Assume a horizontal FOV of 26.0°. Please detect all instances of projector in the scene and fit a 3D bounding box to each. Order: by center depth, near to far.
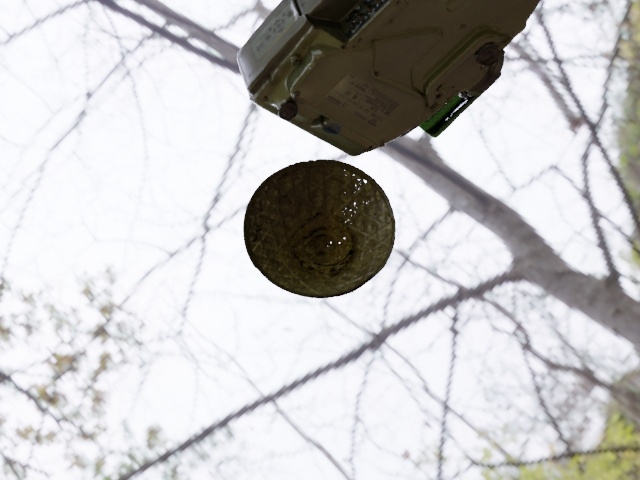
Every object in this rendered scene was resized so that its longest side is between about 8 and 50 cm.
[{"bbox_3d":[0.079,-0.187,1.204,0.193,0.088,0.269,25,-57,-40],"label":"projector"}]

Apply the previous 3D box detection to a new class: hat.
[{"bbox_3d":[0.000,0.000,1.329,0.146,0.146,0.067,-35,-21,-14],"label":"hat"}]

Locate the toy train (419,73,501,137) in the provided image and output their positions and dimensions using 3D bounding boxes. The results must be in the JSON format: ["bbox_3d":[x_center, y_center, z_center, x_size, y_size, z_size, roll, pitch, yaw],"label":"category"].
[{"bbox_3d":[0.076,-0.232,1.449,0.243,0.188,0.132,39,-68,-17],"label":"toy train"}]
